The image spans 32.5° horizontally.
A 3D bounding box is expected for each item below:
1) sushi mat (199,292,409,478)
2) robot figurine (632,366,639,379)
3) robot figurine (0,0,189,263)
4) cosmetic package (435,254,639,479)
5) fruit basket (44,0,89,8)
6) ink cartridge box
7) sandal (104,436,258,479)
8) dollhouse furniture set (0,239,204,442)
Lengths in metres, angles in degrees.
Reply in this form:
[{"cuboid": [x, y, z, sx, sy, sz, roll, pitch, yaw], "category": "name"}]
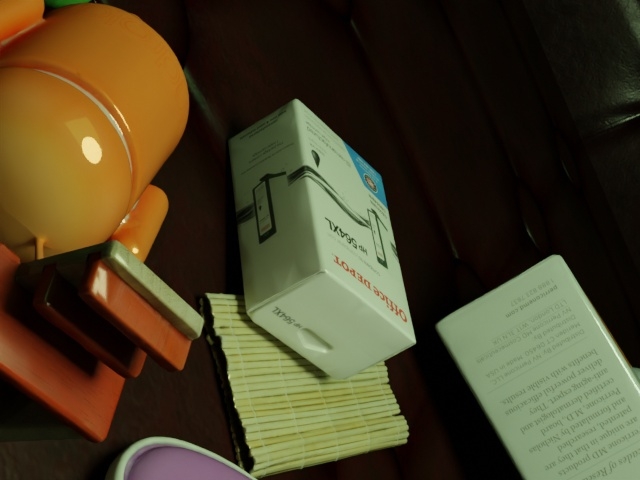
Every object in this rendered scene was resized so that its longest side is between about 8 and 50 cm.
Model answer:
[{"cuboid": [-0.003, 0.122, 0.985, 0.316, 0.019, 0.151, 9, 62, -63], "category": "sushi mat"}, {"cuboid": [0.454, 0.305, 1.562, 0.300, 0.200, 0.353, 39, -2, 45], "category": "robot figurine"}, {"cuboid": [-0.161, -0.070, 0.683, 0.219, 0.128, 0.158, -69, 167, -57], "category": "robot figurine"}, {"cuboid": [0.320, 0.250, 1.230, 0.453, 0.161, 0.230, 61, 10, 9], "category": "cosmetic package"}, {"cuboid": [-0.187, -0.274, 0.630, 0.392, 0.392, 0.283, 57, 27, -24], "category": "fruit basket"}, {"cuboid": [0.000, 0.000, 0.979, 0.148, 0.086, 0.203, 39, 30, -43], "category": "ink cartridge box"}, {"cuboid": [0.028, 0.255, 0.757, 0.416, 0.102, 0.169, 44, 18, -22], "category": "sandal"}, {"cuboid": [-0.154, 0.130, 0.458, 0.262, 0.135, 0.259, 48, 43, -39], "category": "dollhouse furniture set"}]
